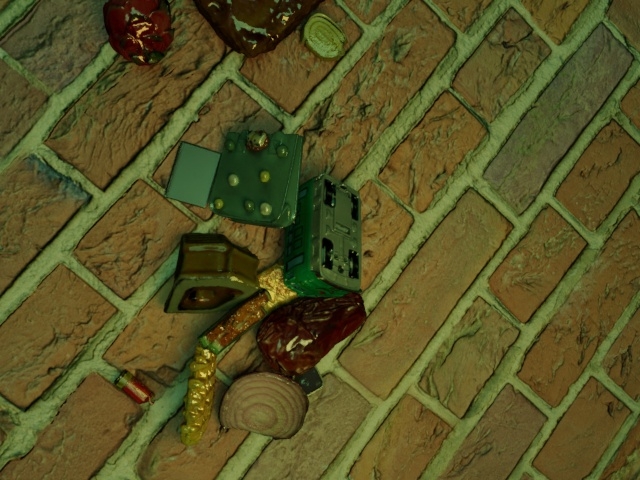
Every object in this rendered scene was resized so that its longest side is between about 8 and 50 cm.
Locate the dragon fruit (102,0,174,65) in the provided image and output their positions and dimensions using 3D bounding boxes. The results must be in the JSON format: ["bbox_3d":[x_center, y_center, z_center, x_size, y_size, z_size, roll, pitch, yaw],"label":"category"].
[{"bbox_3d":[-0.505,-0.616,1.308,0.193,0.192,0.273,-11,80,-3],"label":"dragon fruit"}]

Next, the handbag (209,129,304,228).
[{"bbox_3d":[-0.189,-0.181,1.340,0.269,0.100,0.273,10,90,32],"label":"handbag"}]

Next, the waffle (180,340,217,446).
[{"bbox_3d":[-0.338,0.427,1.331,0.065,0.283,0.309,9,132,-5],"label":"waffle"}]

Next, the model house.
[{"bbox_3d":[-0.311,0.076,1.357,0.268,0.173,0.239,1,47,-8],"label":"model house"}]

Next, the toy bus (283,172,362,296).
[{"bbox_3d":[0.000,0.000,1.346,0.184,0.200,0.343,25,55,-38],"label":"toy bus"}]

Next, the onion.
[{"bbox_3d":[-0.159,0.457,1.385,0.250,0.111,0.247,15,115,-4],"label":"onion"}]

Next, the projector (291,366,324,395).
[{"bbox_3d":[-0.044,0.421,1.442,0.083,0.082,0.083,-25,94,-11],"label":"projector"}]

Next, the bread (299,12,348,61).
[{"bbox_3d":[0.012,-0.633,1.474,0.156,0.064,0.117,40,87,-10],"label":"bread"}]

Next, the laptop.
[{"bbox_3d":[-0.384,-0.198,1.415,0.129,0.016,0.180,17,87,-11],"label":"laptop"}]

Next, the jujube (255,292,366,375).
[{"bbox_3d":[-0.021,0.257,1.395,0.342,0.216,0.216,-31,95,-18],"label":"jujube"}]

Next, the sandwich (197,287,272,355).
[{"bbox_3d":[-0.216,0.221,1.311,0.079,0.159,0.235,54,44,-3],"label":"sandwich"}]

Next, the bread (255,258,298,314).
[{"bbox_3d":[-0.116,0.130,1.438,0.189,0.068,0.125,-30,95,-10],"label":"bread"}]

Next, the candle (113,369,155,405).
[{"bbox_3d":[-0.535,0.434,1.361,0.131,0.052,0.052,43,82,-9],"label":"candle"}]

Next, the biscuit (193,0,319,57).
[{"bbox_3d":[-0.179,-0.767,1.384,0.395,0.166,0.342,-43,98,-8],"label":"biscuit"}]
